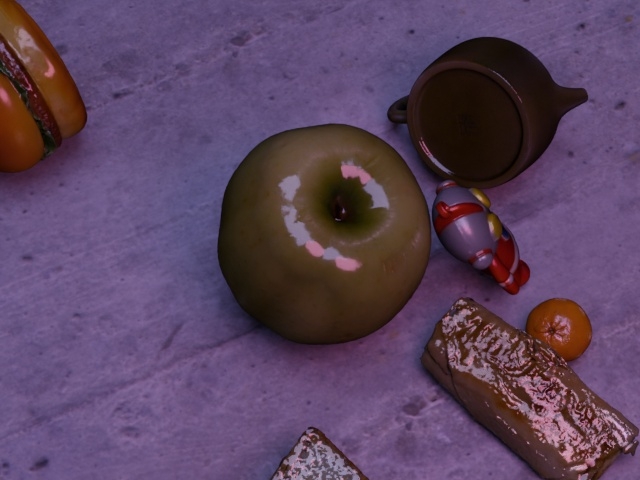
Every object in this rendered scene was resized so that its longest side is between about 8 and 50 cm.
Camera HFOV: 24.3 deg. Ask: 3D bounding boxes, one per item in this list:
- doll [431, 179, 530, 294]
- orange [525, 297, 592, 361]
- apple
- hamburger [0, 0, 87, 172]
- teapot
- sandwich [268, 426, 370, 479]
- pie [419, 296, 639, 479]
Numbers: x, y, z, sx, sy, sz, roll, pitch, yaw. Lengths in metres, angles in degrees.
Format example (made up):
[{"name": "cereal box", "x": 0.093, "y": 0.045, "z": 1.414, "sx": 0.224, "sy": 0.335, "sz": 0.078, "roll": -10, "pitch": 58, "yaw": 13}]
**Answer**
[{"name": "doll", "x": 0.193, "y": -0.008, "z": 1.830, "sx": 0.076, "sy": 0.245, "sz": 0.142, "roll": -31, "pitch": 63, "yaw": 13}, {"name": "orange", "x": 0.297, "y": 0.111, "z": 1.854, "sx": 0.083, "sy": 0.070, "sz": 0.083, "roll": -5, "pitch": 76, "yaw": 21}, {"name": "apple", "x": 0.000, "y": 0.000, "z": 1.802, "sx": 0.279, "sy": 0.279, "sz": 0.279, "roll": 0, "pitch": 63, "yaw": 0}, {"name": "hamburger", "x": -0.429, "y": -0.199, "z": 1.932, "sx": 0.170, "sy": 0.246, "sz": 0.246, "roll": -40, "pitch": 70, "yaw": -15}, {"name": "teapot", "x": 0.217, "y": -0.179, "z": 1.959, "sx": 0.267, "sy": 0.186, "sz": 0.175, "roll": 4, "pitch": 24, "yaw": 32}, {"name": "sandwich", "x": 0.023, "y": 0.387, "z": 1.708, "sx": 0.273, "sy": 0.095, "sz": 0.249, "roll": 33, "pitch": 72, "yaw": 15}, {"name": "pie", "x": 0.253, "y": 0.191, "z": 1.815, "sx": 0.282, "sy": 0.068, "sz": 0.128, "roll": 40, "pitch": 87, "yaw": 16}]
